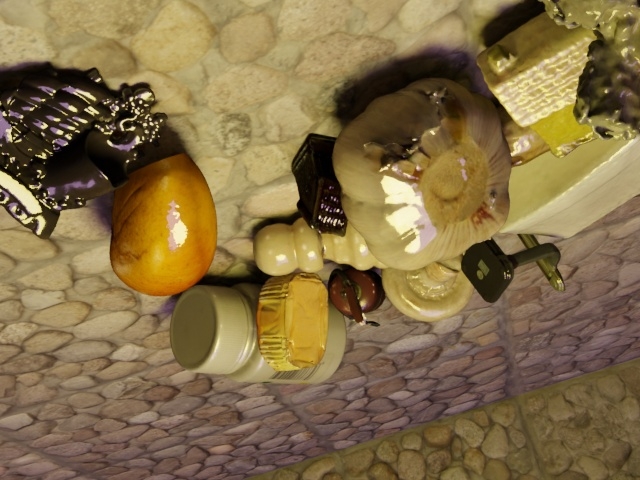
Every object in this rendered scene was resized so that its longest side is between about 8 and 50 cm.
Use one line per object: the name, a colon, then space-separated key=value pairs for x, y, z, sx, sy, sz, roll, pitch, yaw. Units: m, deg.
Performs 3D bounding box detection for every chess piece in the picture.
chess piece: x=0.000 y=0.000 z=1.952 sx=0.260 sy=0.143 sz=0.143 roll=-7 pitch=155 yaw=-1

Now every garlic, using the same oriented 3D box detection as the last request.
garlic: x=0.171 y=-0.109 z=1.657 sx=0.321 sy=0.241 sz=0.322 roll=-5 pitch=130 yaw=-6

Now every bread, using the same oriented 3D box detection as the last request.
bread: x=-0.059 y=0.160 z=2.013 sx=0.114 sy=0.191 sz=0.132 roll=-9 pitch=168 yaw=41

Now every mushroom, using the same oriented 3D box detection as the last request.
mushroom: x=0.242 y=0.068 z=2.118 sx=0.206 sy=0.206 sz=0.209 roll=6 pitch=180 yaw=-38

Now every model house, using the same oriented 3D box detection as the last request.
model house: x=0.025 y=-0.080 z=1.762 sx=0.165 sy=0.152 sz=0.106 roll=9 pitch=152 yaw=-39
model house: x=0.368 y=-0.259 z=1.559 sx=0.193 sy=0.175 sz=0.234 roll=-29 pitch=155 yaw=27

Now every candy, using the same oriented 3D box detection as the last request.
candy: x=0.492 y=-0.140 z=1.914 sx=0.208 sy=0.145 sz=0.358 roll=5 pitch=148 yaw=-40

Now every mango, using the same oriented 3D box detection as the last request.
mango: x=-0.248 y=-0.031 z=1.660 sx=0.201 sy=0.199 sz=0.350 roll=-50 pitch=178 yaw=-26

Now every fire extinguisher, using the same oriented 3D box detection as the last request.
fire extinguisher: x=0.079 y=0.118 z=2.094 sx=0.105 sy=0.141 sz=0.341 roll=-30 pitch=175 yaw=6

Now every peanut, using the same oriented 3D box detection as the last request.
peanut: x=0.375 y=-0.198 z=1.765 sx=0.236 sy=0.110 sz=0.120 roll=-20 pitch=145 yaw=4

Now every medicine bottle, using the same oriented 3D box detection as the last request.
medicine bottle: x=-0.131 y=0.195 z=2.161 sx=0.339 sy=0.208 sz=0.208 roll=9 pitch=145 yaw=-41

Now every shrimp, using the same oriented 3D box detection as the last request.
shrimp: x=-0.304 y=-0.157 z=1.561 sx=0.059 sy=0.023 sz=0.108 roll=-31 pitch=152 yaw=9

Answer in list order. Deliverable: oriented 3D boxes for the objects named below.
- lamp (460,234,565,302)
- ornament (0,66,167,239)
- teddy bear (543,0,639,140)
lamp: x=0.380 y=0.009 z=2.042 sx=0.283 sy=0.203 sz=0.124 roll=-6 pitch=140 yaw=-44
ornament: x=-0.361 y=-0.150 z=1.451 sx=0.260 sy=0.106 sz=0.251 roll=-35 pitch=137 yaw=9
teddy bear: x=0.428 y=-0.302 z=1.338 sx=0.367 sy=0.224 sz=0.357 roll=23 pitch=104 yaw=-16
